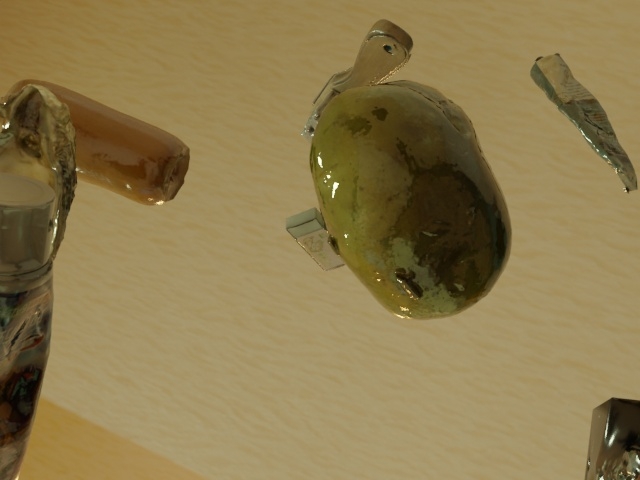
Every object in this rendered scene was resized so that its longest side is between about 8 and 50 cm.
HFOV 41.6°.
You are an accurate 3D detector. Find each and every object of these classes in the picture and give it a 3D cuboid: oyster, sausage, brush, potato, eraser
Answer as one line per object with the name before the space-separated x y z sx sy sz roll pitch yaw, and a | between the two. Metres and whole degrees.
oyster | -0.416 -0.048 1.124 0.100 0.271 0.275 -78 -31 -68
sausage | -0.391 -0.168 1.386 0.116 0.353 0.134 -27 -43 -76
brush | 0.034 -0.176 1.036 0.065 0.070 0.327 -55 5 -17
potato | 0.088 -0.036 0.781 0.197 0.148 0.228 -20 -80 -35
eraser | 0.000 0.000 0.863 0.083 0.038 0.019 49 -148 -44

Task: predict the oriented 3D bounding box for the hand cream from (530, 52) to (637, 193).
hand cream | 0.370 -0.172 1.197 0.075 0.248 0.052 1 -36 -38

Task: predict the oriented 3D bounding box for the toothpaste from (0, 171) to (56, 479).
toothpaste | -0.216 0.087 0.547 0.096 0.061 0.266 -29 -41 -60

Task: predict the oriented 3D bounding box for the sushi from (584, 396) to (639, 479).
sushi | 0.318 0.249 0.639 0.212 0.215 0.227 64 -143 -70
